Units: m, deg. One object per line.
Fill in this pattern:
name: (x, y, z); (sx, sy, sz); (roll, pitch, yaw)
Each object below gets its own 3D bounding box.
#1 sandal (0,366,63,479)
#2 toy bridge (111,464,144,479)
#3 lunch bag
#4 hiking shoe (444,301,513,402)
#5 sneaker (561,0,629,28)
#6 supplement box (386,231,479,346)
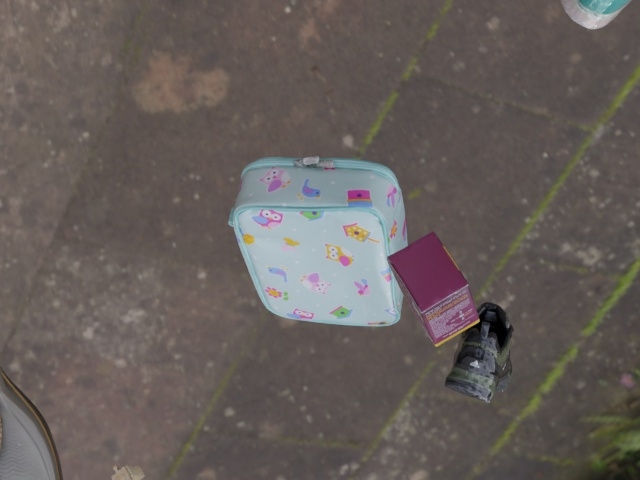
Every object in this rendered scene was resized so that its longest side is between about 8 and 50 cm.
sandal: (-0.187, 0.082, 0.554); (0.090, 0.060, 0.219); (-4, 120, -1)
toy bridge: (-0.176, 0.320, 1.212); (0.026, 0.188, 0.063); (-41, 158, 7)
lunch bag: (0.000, 0.000, 1.501); (0.224, 0.108, 0.279); (4, 143, 14)
hiking shoe: (0.225, 0.139, 1.480); (0.086, 0.227, 0.114); (21, 99, 9)
sneaker: (0.446, -0.407, 1.537); (0.108, 0.302, 0.121); (41, 146, -1)
supplement box: (0.088, 0.038, 0.863); (0.043, 0.055, 0.083); (-30, 154, 0)
